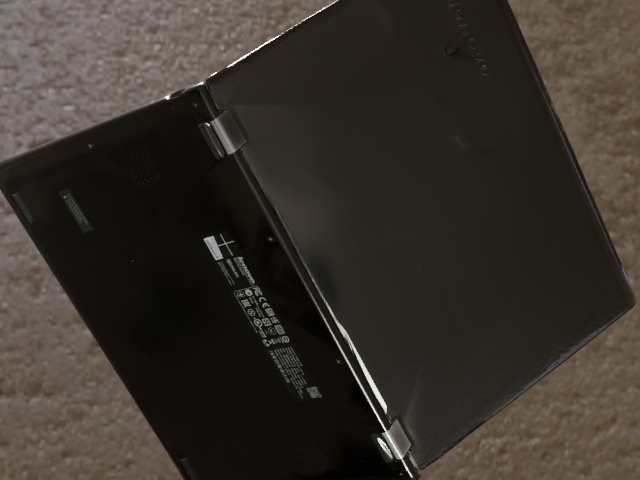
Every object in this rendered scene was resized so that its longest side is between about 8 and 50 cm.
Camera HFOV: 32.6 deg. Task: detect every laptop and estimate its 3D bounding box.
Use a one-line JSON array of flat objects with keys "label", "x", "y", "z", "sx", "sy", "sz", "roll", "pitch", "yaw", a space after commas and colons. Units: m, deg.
[{"label": "laptop", "x": 0.000, "y": 0.000, "z": 0.977, "sx": 0.407, "sy": 0.382, "sz": 0.236, "roll": -15, "pitch": 22, "yaw": 36}]
